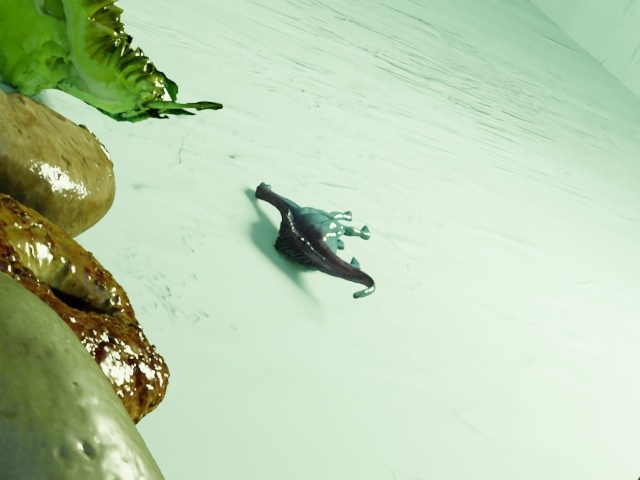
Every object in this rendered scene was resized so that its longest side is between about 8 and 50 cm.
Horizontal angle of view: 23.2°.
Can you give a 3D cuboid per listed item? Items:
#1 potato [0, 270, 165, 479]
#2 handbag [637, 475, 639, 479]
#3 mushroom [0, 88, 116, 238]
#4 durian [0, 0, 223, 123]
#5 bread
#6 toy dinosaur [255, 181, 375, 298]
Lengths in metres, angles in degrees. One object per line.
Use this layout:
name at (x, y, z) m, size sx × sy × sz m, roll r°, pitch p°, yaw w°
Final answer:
potato at (-0.142, 0.105, 0.599) m, size 0.174 × 0.159 × 0.251 m, roll 39°, pitch 27°, yaw -75°
handbag at (0.346, 0.268, 1.079) m, size 0.302 × 0.178 × 0.275 m, roll 33°, pitch -23°, yaw 0°
mushroom at (-0.206, -0.049, 1.001) m, size 0.210 × 0.072 × 0.094 m, roll 21°, pitch 30°, yaw -37°
durian at (-0.216, -0.185, 1.229) m, size 0.375 × 0.132 × 0.106 m, roll 43°, pitch 7°, yaw 36°
bread at (-0.167, 0.035, 0.885) m, size 0.193 × 0.064 × 0.193 m, roll 34°, pitch 16°, yaw -12°
toy dinosaur at (0.000, 0.000, 1.281) m, size 0.080 × 0.045 × 0.197 m, roll 6°, pitch 25°, yaw -32°
